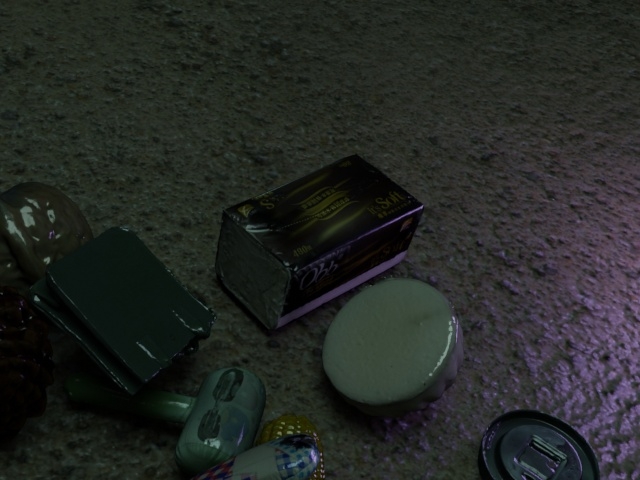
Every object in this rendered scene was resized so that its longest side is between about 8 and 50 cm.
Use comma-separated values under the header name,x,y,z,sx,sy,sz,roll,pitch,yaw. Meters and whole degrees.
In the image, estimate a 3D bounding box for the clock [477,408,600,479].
name,x,y,z,sx,sy,sz,roll,pitch,yaw
clock,0.380,0.394,1.855,0.215,0.042,0.215,8,43,-8

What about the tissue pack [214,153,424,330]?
name,x,y,z,sx,sy,sz,roll,pitch,yaw
tissue pack,0.000,0.000,2.054,0.370,0.198,0.210,-27,52,-37

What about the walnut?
name,x,y,z,sx,sy,sz,roll,pitch,yaw
walnut,-0.523,0.020,1.867,0.248,0.248,0.248,8,43,-7

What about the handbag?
name,x,y,z,sx,sy,sz,roll,pitch,yaw
handbag,-0.321,0.113,1.758,0.260,0.079,0.247,44,30,3

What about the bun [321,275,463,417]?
name,x,y,z,sx,sy,sz,roll,pitch,yaw
bun,0.149,0.214,1.907,0.263,0.175,0.263,-16,49,20

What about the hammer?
name,x,y,z,sx,sy,sz,roll,pitch,yaw
hammer,-0.267,0.281,1.755,0.335,0.119,0.206,12,40,7

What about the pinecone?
name,x,y,z,sx,sy,sz,roll,pitch,yaw
pinecone,-0.570,0.181,1.660,0.296,0.298,0.242,42,7,23

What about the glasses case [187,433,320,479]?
name,x,y,z,sx,sy,sz,roll,pitch,yaw
glasses case,-0.150,0.382,1.580,0.327,0.076,0.125,-27,7,4

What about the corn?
name,x,y,z,sx,sy,sz,roll,pitch,yaw
corn,-0.049,0.422,1.646,0.120,0.120,0.363,7,41,-8
